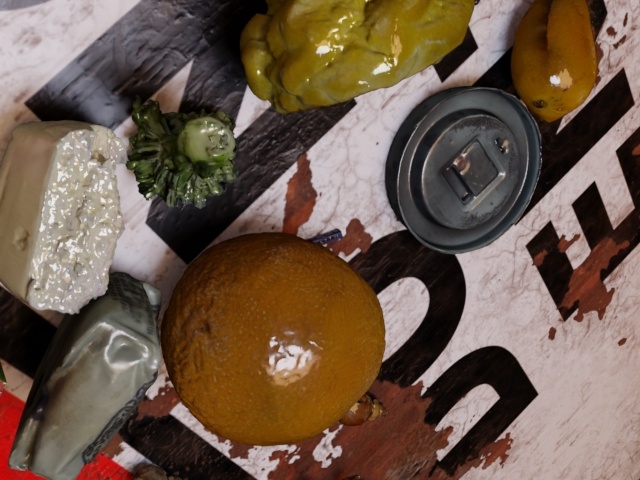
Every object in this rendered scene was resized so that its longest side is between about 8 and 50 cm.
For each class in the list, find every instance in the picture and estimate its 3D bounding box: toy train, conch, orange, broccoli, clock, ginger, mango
[{"bbox_3d":[0.000,0.000,1.257,0.083,0.017,0.017,-20,119,-24],"label":"toy train"},{"bbox_3d":[0.048,0.311,1.399,0.232,0.080,0.086,42,79,-38],"label":"conch"},{"bbox_3d":[-0.063,0.152,1.111,0.356,0.322,0.322,18,102,-48],"label":"orange"},{"bbox_3d":[-0.163,-0.115,0.922,0.164,0.304,0.146,4,90,-17],"label":"broccoli"},{"bbox_3d":[0.261,-0.129,1.309,0.312,0.061,0.313,-9,112,-21],"label":"clock"},{"bbox_3d":[-0.262,0.462,1.274,0.204,0.080,0.104,45,71,-41],"label":"ginger"},{"bbox_3d":[0.416,-0.338,1.274,0.166,0.136,0.236,27,69,-43],"label":"mango"}]

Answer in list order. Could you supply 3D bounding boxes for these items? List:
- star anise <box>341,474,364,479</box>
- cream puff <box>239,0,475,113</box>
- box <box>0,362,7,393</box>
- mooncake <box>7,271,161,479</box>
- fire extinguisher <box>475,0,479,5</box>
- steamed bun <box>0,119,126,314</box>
[{"bbox_3d":[0.014,0.586,1.508,0.288,0.088,0.288,-13,129,-17],"label":"star anise"},{"bbox_3d":[0.032,-0.330,0.964,0.324,0.291,0.257,-19,103,6],"label":"cream puff"},{"bbox_3d":[-0.542,0.163,0.904,0.177,0.148,0.195,-44,129,-9],"label":"box"},{"bbox_3d":[-0.306,0.177,0.986,0.136,0.254,0.250,30,104,-22],"label":"mooncake"},{"bbox_3d":[0.196,-0.444,1.142,0.231,0.071,0.099,23,71,-39],"label":"fire extinguisher"},{"bbox_3d":[-0.317,-0.046,0.920,0.170,0.200,0.226,7,109,-48],"label":"steamed bun"}]
